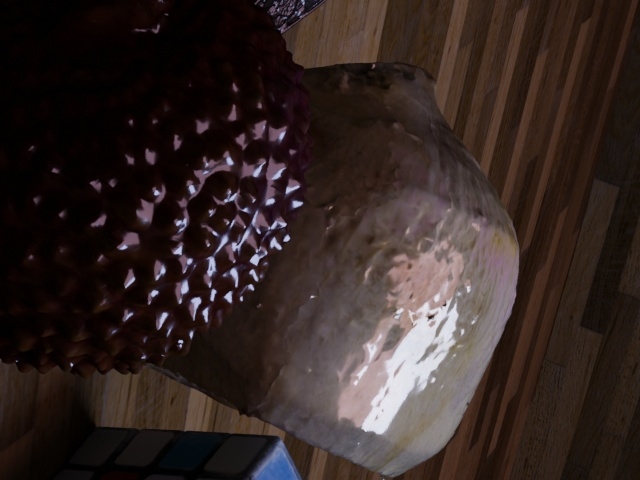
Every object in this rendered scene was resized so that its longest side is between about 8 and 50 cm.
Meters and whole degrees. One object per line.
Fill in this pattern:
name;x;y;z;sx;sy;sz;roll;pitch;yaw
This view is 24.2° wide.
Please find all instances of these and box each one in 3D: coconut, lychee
coconut;0.000;0.000;1.399;0.404;0.405;0.404;-53;155;-38
lychee;-0.150;-0.053;1.068;0.306;0.306;0.330;-48;156;-44

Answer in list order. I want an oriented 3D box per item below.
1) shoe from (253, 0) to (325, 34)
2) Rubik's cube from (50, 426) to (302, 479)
shoe;-0.048;-0.249;1.504;0.179;0.049;0.071;-44;142;-13
Rubik's cube;-0.145;0.354;1.440;0.256;0.253;0.259;-50;125;-40
